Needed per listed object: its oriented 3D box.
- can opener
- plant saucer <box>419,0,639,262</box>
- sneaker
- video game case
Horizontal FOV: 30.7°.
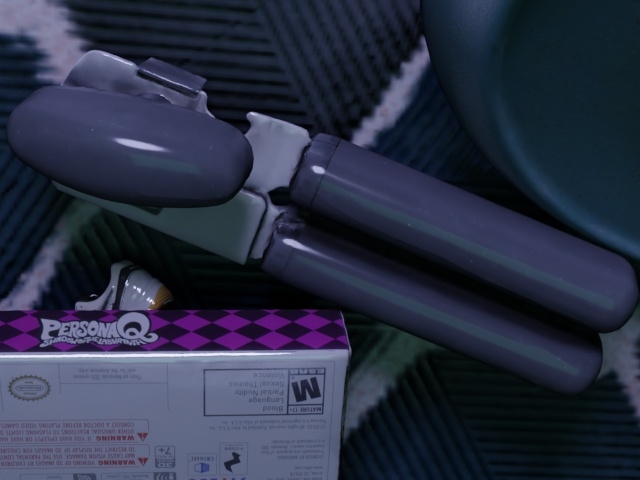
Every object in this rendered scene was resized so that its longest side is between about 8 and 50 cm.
[{"bbox_3d":[0.000,0.000,0.518,0.283,0.095,0.076,23,116,2],"label":"can opener"},{"bbox_3d":[0.190,-0.064,0.447,0.318,0.043,0.317,12,147,8],"label":"plant saucer"},{"bbox_3d":[-0.109,0.044,0.572,0.037,0.032,0.083,43,104,7],"label":"sneaker"},{"bbox_3d":[-0.107,0.129,0.570,0.232,0.042,0.210,0,121,-5],"label":"video game case"}]
